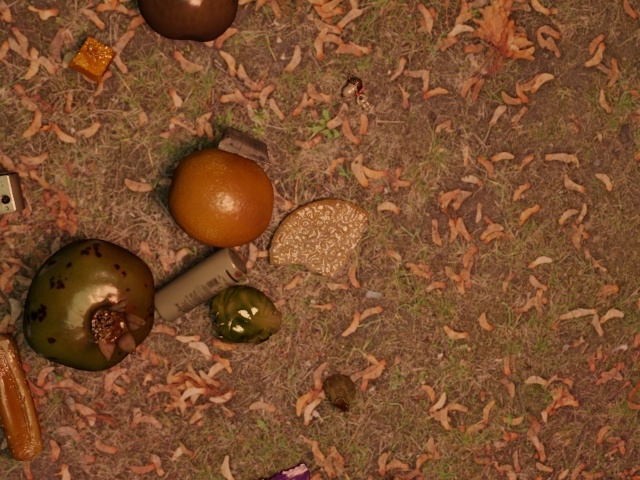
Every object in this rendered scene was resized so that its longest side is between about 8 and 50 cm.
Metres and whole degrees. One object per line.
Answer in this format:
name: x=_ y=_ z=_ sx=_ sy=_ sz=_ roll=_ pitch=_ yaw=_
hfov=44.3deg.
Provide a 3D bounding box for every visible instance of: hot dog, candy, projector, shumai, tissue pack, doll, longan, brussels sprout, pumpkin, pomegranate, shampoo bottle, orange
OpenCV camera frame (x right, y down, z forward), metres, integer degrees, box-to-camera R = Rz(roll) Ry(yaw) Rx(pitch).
hot dog: x=-0.685 y=0.348 z=1.750 sx=0.083 sy=0.068 sz=0.288 roll=-15 pitch=97 yaw=-34
candy: x=-0.059 y=0.687 z=1.942 sx=0.145 sy=0.070 sz=0.275 roll=-22 pitch=100 yaw=-17
projector: x=-0.682 y=-0.099 z=1.677 sx=0.083 sy=0.083 sz=0.082 roll=-10 pitch=100 yaw=-11
shumai: x=0.052 y=0.373 z=1.913 sx=0.083 sy=0.080 sz=0.082 roll=35 pitch=87 yaw=-13
tissue pack: x=-0.164 y=-0.210 z=1.725 sx=0.123 sy=0.193 sz=0.026 roll=26 pitch=106 yaw=-14
doll: x=0.091 y=-0.345 z=1.843 sx=0.085 sy=0.040 sz=0.058 roll=32 pitch=103 yaw=-11
longan: x=-0.277 y=-0.517 z=1.660 sx=0.212 sy=0.198 sz=0.198 roll=18 pitch=93 yaw=-16
brussels sprout: x=-0.172 y=0.176 z=1.829 sx=0.181 sy=0.100 sz=0.139 roll=11 pitch=85 yaw=-14
pumpkin: x=-0.492 y=-0.389 z=1.696 sx=0.074 sy=0.054 sz=0.083 roll=32 pitch=69 yaw=-18
pomegranate: x=-0.487 y=0.147 z=1.636 sx=0.291 sy=0.323 sz=0.290 roll=-1 pitch=104 yaw=-6
shampoo bottle: x=-0.294 y=0.111 z=1.777 sx=0.262 sy=0.085 sz=0.085 roll=-32 pitch=104 yaw=8
orange: x=-0.217 y=-0.092 z=1.715 sx=0.236 sy=0.236 sz=0.236 roll=-2 pitch=98 yaw=-13

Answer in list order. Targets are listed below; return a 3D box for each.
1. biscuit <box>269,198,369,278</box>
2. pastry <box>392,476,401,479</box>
biscuit: x=0.000 y=0.000 z=1.870 sx=0.265 sy=0.040 sz=0.188 roll=-21 pitch=102 yaw=-8
pastry: x=0.159 y=0.707 z=1.980 sx=0.121 sy=0.089 sz=0.258 roll=29 pitch=89 yaw=-19
